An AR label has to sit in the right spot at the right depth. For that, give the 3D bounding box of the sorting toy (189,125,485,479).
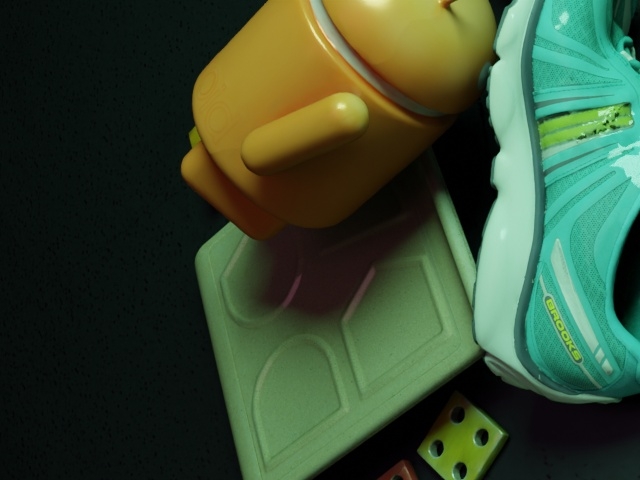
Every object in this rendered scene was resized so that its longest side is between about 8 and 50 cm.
[{"bbox_3d":[0.000,0.000,0.998,0.229,0.041,0.307,-43,45,30],"label":"sorting toy"}]

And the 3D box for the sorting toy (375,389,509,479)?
[{"bbox_3d":[0.088,0.213,0.841,0.132,0.046,0.274,-40,52,28],"label":"sorting toy"}]

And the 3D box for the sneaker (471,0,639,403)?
[{"bbox_3d":[0.158,-0.049,0.830,0.110,0.107,0.275,3,89,38],"label":"sneaker"}]

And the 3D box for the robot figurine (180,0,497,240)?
[{"bbox_3d":[0.013,-0.092,0.884,0.219,0.158,0.128,-42,65,31],"label":"robot figurine"}]
